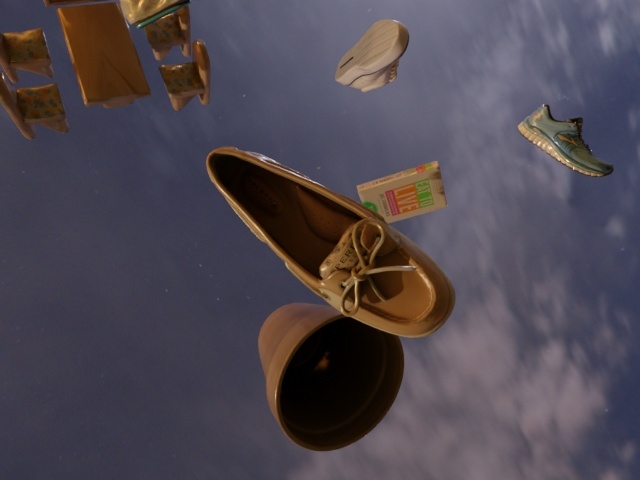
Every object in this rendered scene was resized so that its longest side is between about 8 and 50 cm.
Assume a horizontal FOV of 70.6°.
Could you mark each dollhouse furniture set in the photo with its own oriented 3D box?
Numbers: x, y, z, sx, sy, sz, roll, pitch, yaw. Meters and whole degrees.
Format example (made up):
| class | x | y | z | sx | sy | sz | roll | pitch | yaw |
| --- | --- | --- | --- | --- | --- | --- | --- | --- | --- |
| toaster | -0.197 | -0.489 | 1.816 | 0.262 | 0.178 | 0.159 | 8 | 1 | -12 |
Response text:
| class | x | y | z | sx | sy | sz | roll | pitch | yaw |
| --- | --- | --- | --- | --- | --- | --- | --- | --- | --- |
| dollhouse furniture set | -0.442 | -0.451 | 0.858 | 0.363 | 0.256 | 0.393 | -18 | -104 | -19 |

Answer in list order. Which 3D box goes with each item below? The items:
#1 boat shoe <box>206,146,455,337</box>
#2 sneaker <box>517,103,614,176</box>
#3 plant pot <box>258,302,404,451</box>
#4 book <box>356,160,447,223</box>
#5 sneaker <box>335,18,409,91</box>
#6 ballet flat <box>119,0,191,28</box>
| class | x | y | z | sx | sy | sz | roll | pitch | yaw |
| --- | --- | --- | --- | --- | --- | --- | --- | --- | --- |
| boat shoe | 0.000 | 0.000 | 0.455 | 0.285 | 0.089 | 0.104 | 32 | -88 | 19 |
| sneaker | 0.408 | -0.163 | 0.737 | 0.162 | 0.063 | 0.073 | 42 | -63 | 15 |
| plant pot | -0.014 | 0.281 | 1.086 | 0.324 | 0.280 | 0.322 | -7 | -77 | -29 |
| book | 0.148 | -0.083 | 0.818 | 0.145 | 0.035 | 0.096 | -17 | -44 | 11 |
| sneaker | 0.117 | -0.357 | 0.890 | 0.092 | 0.258 | 0.094 | 14 | -86 | -20 |
| ballet flat | -0.144 | -0.279 | 0.483 | 0.169 | 0.057 | 0.052 | -15 | -61 | 13 |
